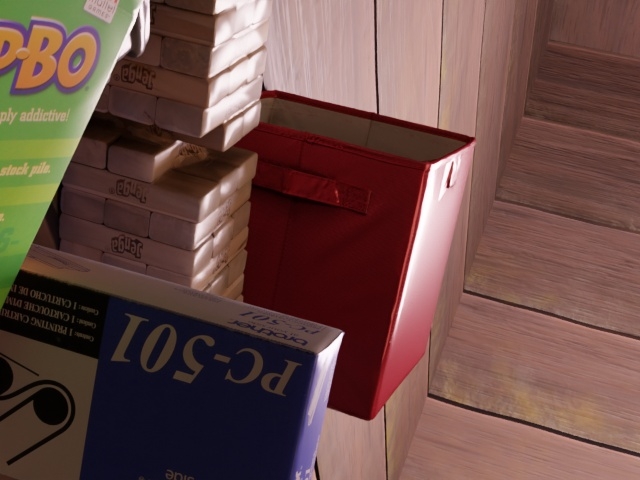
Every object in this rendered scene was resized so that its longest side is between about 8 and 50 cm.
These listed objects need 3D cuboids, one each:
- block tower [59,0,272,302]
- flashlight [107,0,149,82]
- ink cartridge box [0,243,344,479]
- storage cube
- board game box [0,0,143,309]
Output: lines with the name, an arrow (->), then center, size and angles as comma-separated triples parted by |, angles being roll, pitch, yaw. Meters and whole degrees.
block tower -> -0.090, -0.066, 0.668 | 0.097, 0.091, 0.335 | -47, 149, -61
flashlight -> -0.118, -0.191, 0.437 | 0.304, 0.103, 0.103 | 96, -22, -44
ink cartridge box -> -0.101, 0.062, 0.512 | 0.046, 0.207, 0.097 | -29, 132, -72
storage cube -> 0.000, 0.000, 0.890 | 0.215, 0.184, 0.193 | -30, 133, -71
board game box -> -0.157, -0.011, 0.432 | 0.259, 0.039, 0.124 | -62, 154, 4
